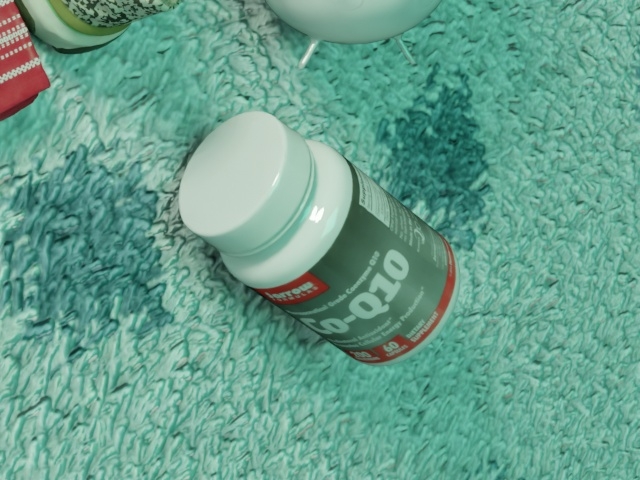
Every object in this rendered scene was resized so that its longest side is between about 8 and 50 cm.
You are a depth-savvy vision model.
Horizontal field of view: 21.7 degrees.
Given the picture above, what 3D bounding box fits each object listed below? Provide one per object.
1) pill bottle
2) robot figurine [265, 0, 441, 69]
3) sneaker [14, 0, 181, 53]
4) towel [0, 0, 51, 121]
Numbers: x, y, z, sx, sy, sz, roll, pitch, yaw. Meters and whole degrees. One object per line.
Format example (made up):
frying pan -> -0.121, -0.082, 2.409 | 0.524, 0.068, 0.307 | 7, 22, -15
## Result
pill bottle -> 0.000, 0.000, 1.669 | 0.283, 0.161, 0.161 | 36, 68, -41
robot figurine -> 0.031, -0.348, 1.647 | 0.300, 0.200, 0.353 | -3, 96, -8
sneaker -> -0.212, -0.358, 1.413 | 0.158, 0.182, 0.410 | -41, 119, -36
towel -> -0.352, -0.202, 1.392 | 0.199, 0.031, 0.275 | -36, 116, -36
